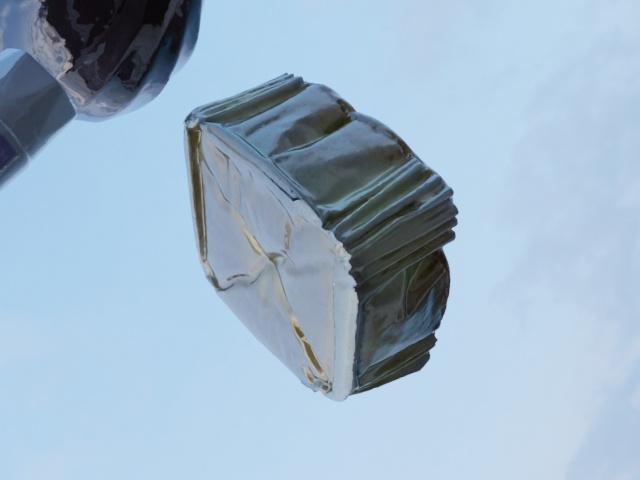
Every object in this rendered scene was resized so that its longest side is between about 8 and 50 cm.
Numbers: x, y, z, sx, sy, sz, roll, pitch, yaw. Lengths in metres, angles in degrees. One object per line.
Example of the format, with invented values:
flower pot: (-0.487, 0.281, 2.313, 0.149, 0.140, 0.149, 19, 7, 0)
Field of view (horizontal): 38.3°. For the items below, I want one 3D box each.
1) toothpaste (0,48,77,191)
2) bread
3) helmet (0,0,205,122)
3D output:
toothpaste: (-0.332, 0.004, 0.651, 0.371, 0.125, 0.080, -48, -38, -22)
bread: (0.001, -0.002, 0.650, 0.110, 0.192, 0.209, -32, -36, -25)
helmet: (-0.232, -0.230, 0.992, 0.225, 0.177, 0.305, -19, -35, -45)
